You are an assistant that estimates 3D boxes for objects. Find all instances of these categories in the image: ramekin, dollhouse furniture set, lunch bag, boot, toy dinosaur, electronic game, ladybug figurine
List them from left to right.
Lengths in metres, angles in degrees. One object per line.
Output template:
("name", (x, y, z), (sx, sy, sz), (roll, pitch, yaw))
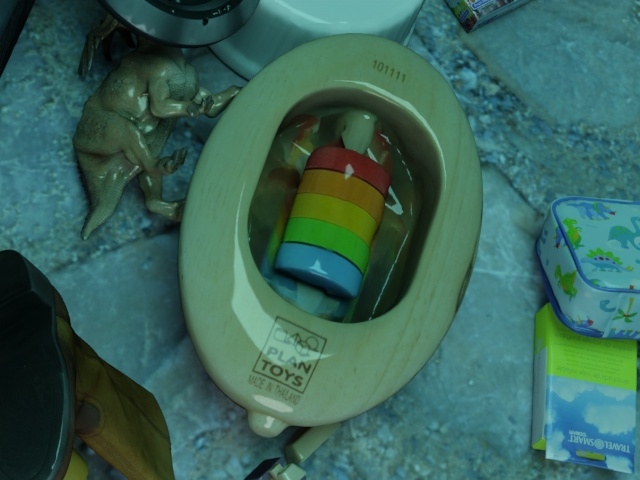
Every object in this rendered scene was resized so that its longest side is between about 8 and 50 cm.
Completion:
("boot", (-0.217, 0.179, 1.686), (0.096, 0.280, 0.264), (-31, 45, 4))
("toy dinosaur", (-0.201, -0.139, 1.923), (0.200, 0.127, 0.296), (25, 83, 17))
("electronic game", (-0.154, -0.303, 1.869), (0.229, 0.048, 0.229), (12, 68, -32))
("ramekin", (-0.005, -0.308, 2.043), (0.277, 0.135, 0.277), (6, 68, -15))
("ladybug figurine", (0.000, 0.000, 1.902), (0.305, 0.162, 0.449), (26, 64, -8))
("dollhouse furniture set", (0.001, 0.235, 1.863), (0.114, 0.091, 0.081), (-42, 100, -30))
("lunch bag", (0.351, 0.030, 2.017), (0.219, 0.090, 0.176), (4, 40, -17))

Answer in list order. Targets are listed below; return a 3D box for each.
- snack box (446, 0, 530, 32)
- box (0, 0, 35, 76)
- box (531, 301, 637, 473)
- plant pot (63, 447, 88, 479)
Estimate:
("snack box", (0.204, -0.317, 2.166), (0.141, 0.037, 0.100), (-29, 78, -25))
("box", (-0.417, -0.338, 1.884), (0.293, 0.212, 0.396), (23, 65, -7))
("box", (0.285, 0.163, 1.993), (0.109, 0.042, 0.178), (11, 65, -13))
("plant pot", (-0.327, 0.207, 1.713), (0.188, 0.205, 0.205), (37, 62, -18))
